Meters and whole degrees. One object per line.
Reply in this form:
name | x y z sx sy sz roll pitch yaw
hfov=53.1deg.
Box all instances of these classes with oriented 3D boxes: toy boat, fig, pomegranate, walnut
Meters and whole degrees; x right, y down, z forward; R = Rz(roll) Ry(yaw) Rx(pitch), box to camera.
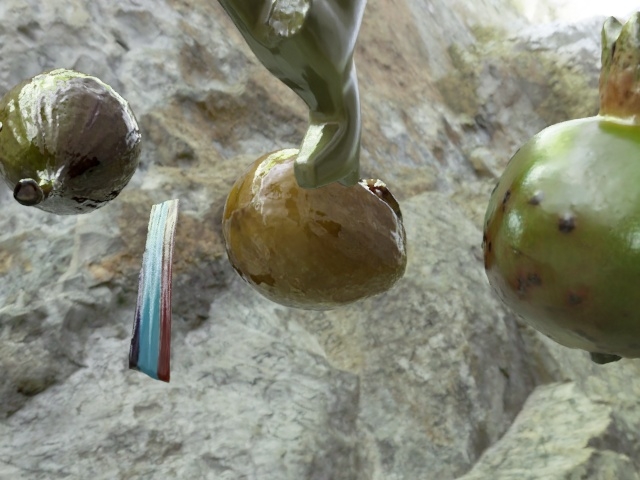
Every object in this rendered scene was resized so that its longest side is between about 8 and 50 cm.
toy boat | -0.320 0.092 1.270 0.079 0.136 0.392 7 -125 -14
fig | -0.369 -0.108 0.879 0.217 0.217 0.321 43 -164 -23
pomegranate | 0.177 -0.026 0.377 0.159 0.159 0.205 -15 -65 -55
walnut | 0.000 0.000 0.827 0.298 0.203 0.203 31 -138 -47

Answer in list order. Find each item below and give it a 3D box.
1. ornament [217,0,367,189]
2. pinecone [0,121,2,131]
ornament | -0.005 -0.163 0.452 0.245 0.061 0.230 40 -120 -58
pinecone | -0.466 -0.105 0.657 0.272 0.224 0.224 41 -142 -25
